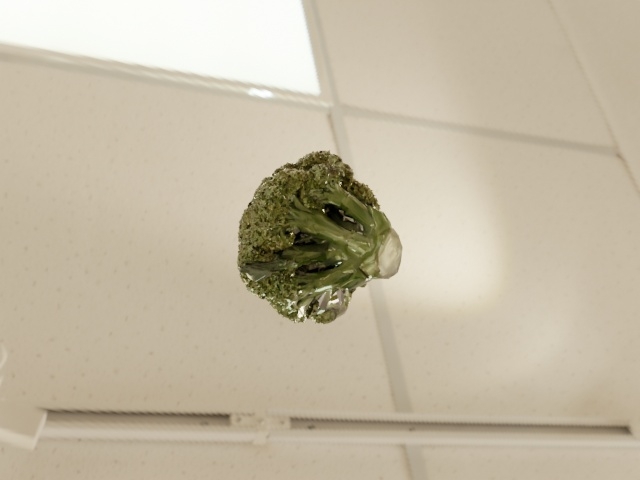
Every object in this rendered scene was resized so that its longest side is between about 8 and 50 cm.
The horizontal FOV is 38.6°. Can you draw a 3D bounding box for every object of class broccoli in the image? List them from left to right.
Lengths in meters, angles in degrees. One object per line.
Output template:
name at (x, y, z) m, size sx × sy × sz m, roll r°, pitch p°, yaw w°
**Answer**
broccoli at (0.000, 0.000, 0.658) m, size 0.120 × 0.131 × 0.130 m, roll 11°, pitch -120°, yaw 32°
